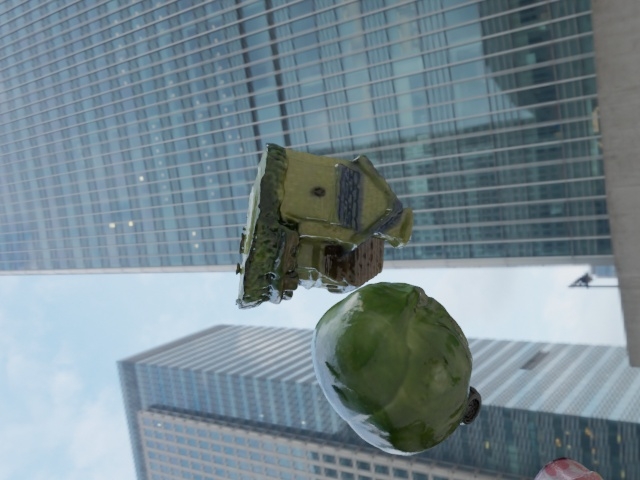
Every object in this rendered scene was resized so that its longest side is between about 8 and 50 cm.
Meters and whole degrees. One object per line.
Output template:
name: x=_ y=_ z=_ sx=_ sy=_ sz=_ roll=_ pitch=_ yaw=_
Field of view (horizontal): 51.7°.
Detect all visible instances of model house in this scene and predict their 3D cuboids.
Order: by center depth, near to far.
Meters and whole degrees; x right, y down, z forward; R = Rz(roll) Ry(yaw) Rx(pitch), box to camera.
model house: x=0.000 y=0.000 z=1.124 sx=0.266 sy=0.321 sz=0.261 roll=7 pitch=-104 yaw=-10

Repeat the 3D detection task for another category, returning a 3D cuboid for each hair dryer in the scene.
hair dryer: x=0.146 y=0.175 z=0.896 sx=0.057 sy=0.100 sz=0.198 roll=-53 pitch=-47 yaw=-22

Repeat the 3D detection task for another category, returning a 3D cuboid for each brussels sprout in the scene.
brussels sprout: x=0.065 y=0.100 z=0.548 sx=0.155 sy=0.117 sz=0.155 roll=23 pitch=-132 yaw=-28

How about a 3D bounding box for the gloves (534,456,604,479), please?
gloves: x=0.402 y=0.430 z=0.929 sx=0.145 sy=0.241 sz=0.126 roll=-45 pitch=-61 yaw=5
